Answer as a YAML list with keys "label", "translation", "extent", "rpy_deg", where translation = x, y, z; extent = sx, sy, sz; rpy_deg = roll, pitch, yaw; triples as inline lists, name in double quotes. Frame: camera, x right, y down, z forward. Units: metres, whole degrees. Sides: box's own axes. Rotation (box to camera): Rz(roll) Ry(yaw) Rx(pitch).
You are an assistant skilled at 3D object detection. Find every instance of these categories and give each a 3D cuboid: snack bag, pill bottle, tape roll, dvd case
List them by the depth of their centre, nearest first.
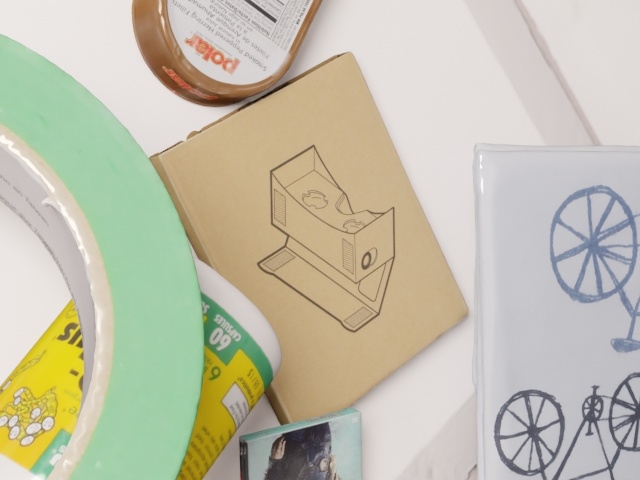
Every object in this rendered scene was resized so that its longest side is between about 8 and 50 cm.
- label: "tape roll"
  translation: [-0.215, 0.049, 0.577]
  extent: [0.321, 0.077, 0.321]
  rpy_deg: [5, 69, -13]
- label: "pill bottle"
  translation: [-0.122, 0.110, 0.685]
  extent: [0.117, 0.117, 0.208]
  rpy_deg: [47, 64, -22]
- label: "dvd case"
  translation: [-0.011, 0.170, 0.805]
  extent: [0.087, 0.013, 0.120]
  rpy_deg: [-8, 105, -34]
- label: "snack bag"
  translation: [0.236, 0.098, 0.973]
  extent: [0.323, 0.037, 0.343]
  rpy_deg: [-3, 94, -34]

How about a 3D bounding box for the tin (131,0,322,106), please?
- label: "tin"
  translation: [-0.045, -0.173, 0.805]
  extent: [0.106, 0.040, 0.190]
  rpy_deg: [32, 70, -24]

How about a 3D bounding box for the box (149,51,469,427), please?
- label: "box"
  translation: [0.000, 0.000, 0.832]
  extent: [0.164, 0.021, 0.201]
  rpy_deg: [-33, 104, -31]
